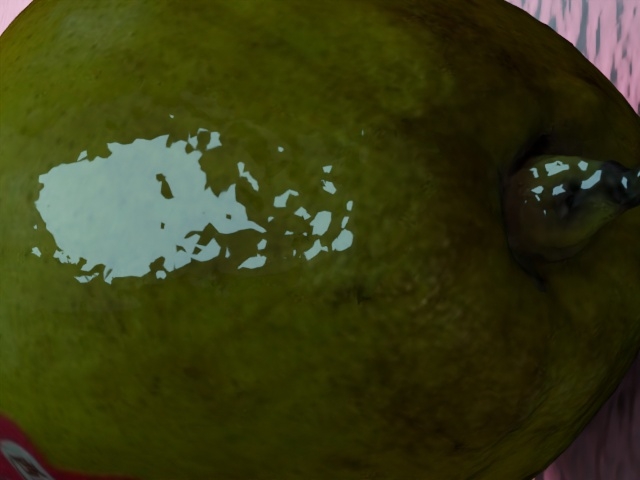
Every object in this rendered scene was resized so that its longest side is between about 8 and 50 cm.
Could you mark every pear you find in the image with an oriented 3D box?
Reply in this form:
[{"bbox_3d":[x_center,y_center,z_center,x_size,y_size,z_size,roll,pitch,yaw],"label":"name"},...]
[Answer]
[{"bbox_3d":[0.000,0.000,0.819,0.375,0.287,0.287,-9,66,52],"label":"pear"}]
